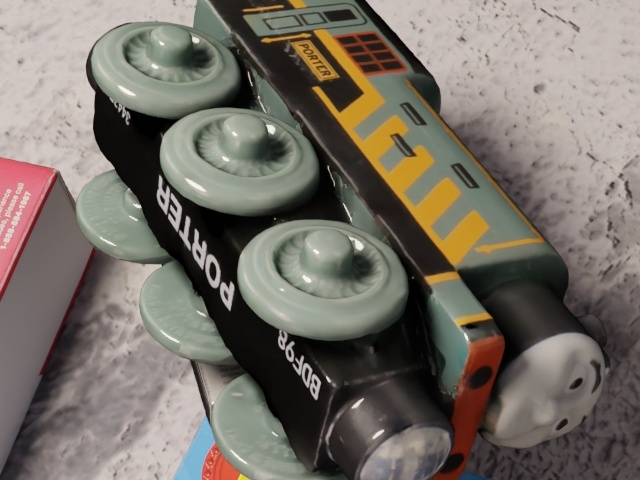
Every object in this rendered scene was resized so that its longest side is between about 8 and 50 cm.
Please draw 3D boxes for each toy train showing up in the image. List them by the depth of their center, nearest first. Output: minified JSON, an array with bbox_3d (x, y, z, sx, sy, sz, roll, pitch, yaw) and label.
[{"bbox_3d":[0.003,-0.011,0.896,0.190,0.142,0.334,-12,43,-26],"label":"toy train"}]

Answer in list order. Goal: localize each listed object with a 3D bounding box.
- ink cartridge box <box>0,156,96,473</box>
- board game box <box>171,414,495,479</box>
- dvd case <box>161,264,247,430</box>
[{"bbox_3d":[-0.279,0.028,1.045,0.237,0.100,0.172,12,63,16],"label":"ink cartridge box"},{"bbox_3d":[0.028,0.257,0.848,0.308,0.086,0.302,16,59,19],"label":"board game box"},{"bbox_3d":[0.000,0.000,0.999,0.179,0.029,0.238,-11,43,-11],"label":"dvd case"}]
